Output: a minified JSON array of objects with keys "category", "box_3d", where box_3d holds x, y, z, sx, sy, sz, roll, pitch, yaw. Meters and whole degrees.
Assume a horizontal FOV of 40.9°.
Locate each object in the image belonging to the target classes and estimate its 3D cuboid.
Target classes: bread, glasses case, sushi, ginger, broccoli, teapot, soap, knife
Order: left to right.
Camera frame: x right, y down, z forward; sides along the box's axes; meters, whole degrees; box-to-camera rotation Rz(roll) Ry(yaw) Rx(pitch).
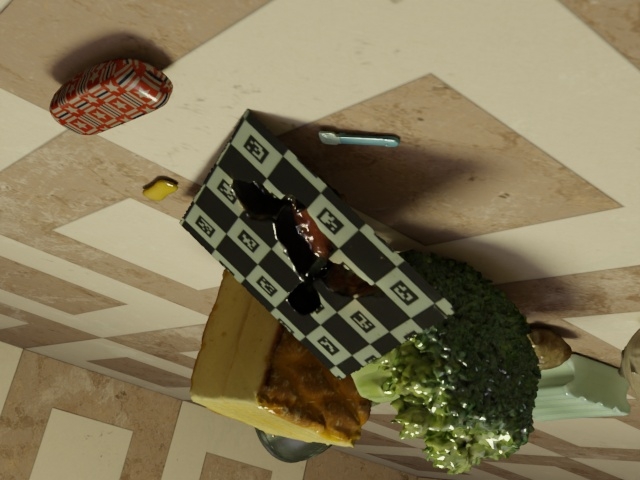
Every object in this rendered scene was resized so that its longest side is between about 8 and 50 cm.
[{"category":"glasses case","box_3d":[-0.244,-0.168,0.981,0.194,0.049,0.073,-9,149,46]},{"category":"soap","box_3d":[-0.239,-0.075,1.282,0.034,0.012,0.089,23,158,-27]},{"category":"bread","box_3d":[-0.046,0.188,1.483,0.207,0.279,0.279,-4,154,40]},{"category":"sushi","box_3d":[-0.010,0.011,1.163,0.343,0.064,0.359,44,148,0]},{"category":"teapot","box_3d":[0.007,0.469,2.292,0.321,0.239,0.239,33,139,-32]},{"category":"knife","box_3d":[0.045,-0.118,0.996,0.096,0.010,0.027,5,158,14]},{"category":"broccoli","box_3d":[0.200,0.195,1.332,0.338,0.277,0.317,9,149,-18]},{"category":"ginger","box_3d":[0.380,0.215,1.582,0.104,0.080,0.204,11,159,-11]},{"category":"soap","box_3d":[0.478,0.303,1.745,0.160,0.087,0.265,21,158,-19]}]

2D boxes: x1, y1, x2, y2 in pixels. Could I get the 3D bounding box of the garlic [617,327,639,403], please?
[{"category":"garlic","box_3d":[0.589,0.209,1.313,0.229,0.178,0.143,29,145,1]}]
